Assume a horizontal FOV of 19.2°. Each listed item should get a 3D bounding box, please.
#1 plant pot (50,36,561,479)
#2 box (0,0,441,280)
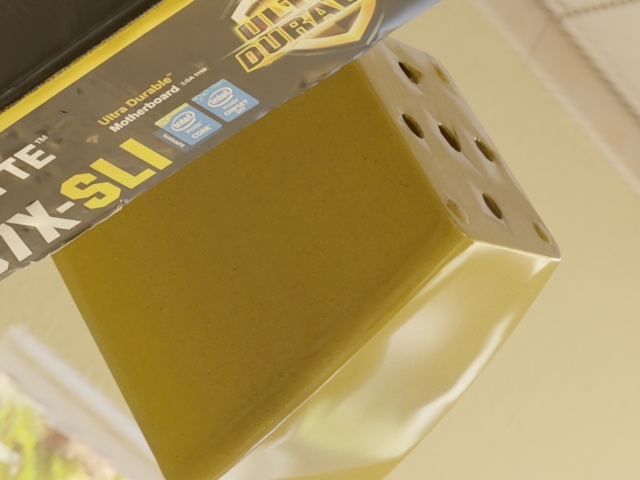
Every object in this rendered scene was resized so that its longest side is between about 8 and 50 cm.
[{"bbox_3d":[0.000,0.000,1.015,0.212,0.187,0.212,11,-135,-61],"label":"plant pot"},{"bbox_3d":[-0.083,-0.168,0.708,0.257,0.322,0.079,-29,141,26],"label":"box"}]
